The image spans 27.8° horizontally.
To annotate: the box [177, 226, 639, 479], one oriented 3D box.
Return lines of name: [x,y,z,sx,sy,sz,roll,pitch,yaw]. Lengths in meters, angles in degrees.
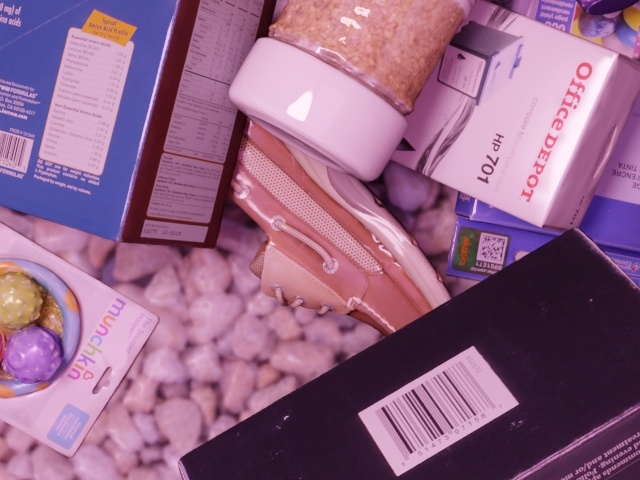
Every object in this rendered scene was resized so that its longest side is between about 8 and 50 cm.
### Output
box: [0.124,0.222,0.958,0.343,0.179,0.312,-29,128,-5]

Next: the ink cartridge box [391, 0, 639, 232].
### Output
ink cartridge box: [0.126,-0.106,0.983,0.191,0.082,0.139,27,99,28]

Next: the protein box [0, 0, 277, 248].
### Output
protein box: [-0.165,-0.117,0.921,0.200,0.136,0.201,16,94,23]

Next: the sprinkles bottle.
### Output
sprinkles bottle: [0.073,-0.219,0.896,0.121,0.121,0.355,31,88,-10]

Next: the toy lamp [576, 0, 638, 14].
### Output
toy lamp: [0.188,-0.306,0.984,0.080,0.080,0.274,-13,80,-7]

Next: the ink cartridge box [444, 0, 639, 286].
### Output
ink cartridge box: [0.223,-0.104,1.062,0.186,0.065,0.311,11,96,-9]

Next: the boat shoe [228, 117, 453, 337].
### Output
boat shoe: [0.000,0.000,1.016,0.116,0.123,0.324,-38,92,2]

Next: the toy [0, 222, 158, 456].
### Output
toy: [-0.261,0.061,1.007,0.237,0.056,0.137,32,92,-10]
